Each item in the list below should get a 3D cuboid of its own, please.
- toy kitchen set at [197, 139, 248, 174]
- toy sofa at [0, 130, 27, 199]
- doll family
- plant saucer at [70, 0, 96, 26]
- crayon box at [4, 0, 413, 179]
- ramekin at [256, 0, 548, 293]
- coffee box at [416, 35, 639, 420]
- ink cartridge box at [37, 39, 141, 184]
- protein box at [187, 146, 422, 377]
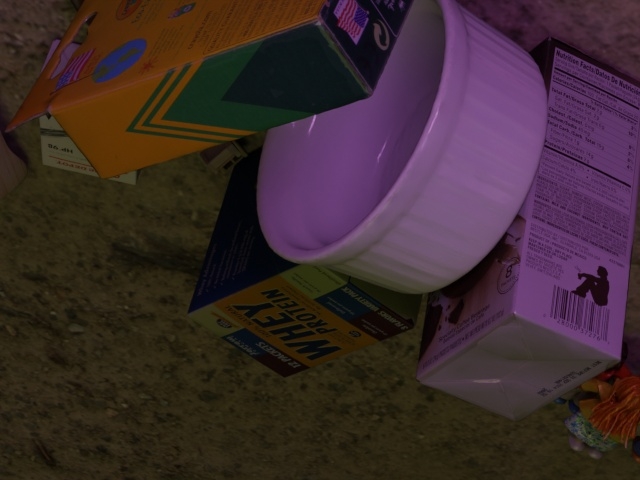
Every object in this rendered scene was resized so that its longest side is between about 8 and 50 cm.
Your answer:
[{"bbox_3d":[-0.084,-0.098,2.000,0.068,0.083,0.075,-41,130,4],"label":"toy kitchen set"},{"bbox_3d":[-0.446,-0.135,2.042,0.150,0.177,0.362,29,154,25],"label":"toy sofa"},{"bbox_3d":[0.378,0.202,2.216,0.263,0.118,0.163,20,147,-8],"label":"doll family"},{"bbox_3d":[-0.153,-0.223,1.862,0.198,0.036,0.198,10,148,7],"label":"plant saucer"},{"bbox_3d":[-0.076,-0.162,1.543,0.318,0.202,0.081,-14,126,35],"label":"crayon box"},{"bbox_3d":[0.076,-0.087,1.767,0.135,0.277,0.277,24,147,-29],"label":"ramekin"},{"bbox_3d":[0.193,-0.011,1.800,0.119,0.297,0.168,23,146,-19],"label":"coffee box"},{"bbox_3d":[-0.228,-0.118,2.028,0.104,0.060,0.180,13,148,3],"label":"ink cartridge box"},{"bbox_3d":[0.000,0.000,1.986,0.136,0.200,0.201,34,143,-27],"label":"protein box"}]
